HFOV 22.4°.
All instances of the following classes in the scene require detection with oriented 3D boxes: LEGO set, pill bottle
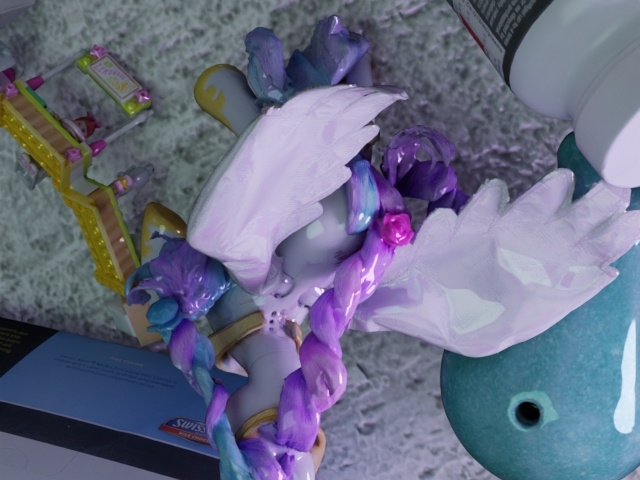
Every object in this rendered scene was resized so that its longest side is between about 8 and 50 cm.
[{"bbox_3d":[-0.180,-0.057,1.359,0.287,0.107,0.132,54,153,-4],"label":"LEGO set"},{"bbox_3d":[0.165,-0.180,1.062,0.162,0.162,0.278,-46,61,28],"label":"pill bottle"}]

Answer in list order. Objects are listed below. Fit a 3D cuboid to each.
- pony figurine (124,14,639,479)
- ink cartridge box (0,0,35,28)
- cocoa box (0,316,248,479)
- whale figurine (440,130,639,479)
[{"bbox_3d":[0.000,0.000,1.138,0.303,0.363,0.351,23,121,-30],"label":"pony figurine"},{"bbox_3d":[-0.388,-0.230,1.278,0.117,0.283,0.207,-26,93,32],"label":"ink cartridge box"},{"bbox_3d":[-0.203,0.232,1.344,0.347,0.228,0.231,11,120,21],"label":"cocoa box"},{"bbox_3d":[0.184,0.061,1.183,0.216,0.141,0.272,23,112,17],"label":"whale figurine"}]
